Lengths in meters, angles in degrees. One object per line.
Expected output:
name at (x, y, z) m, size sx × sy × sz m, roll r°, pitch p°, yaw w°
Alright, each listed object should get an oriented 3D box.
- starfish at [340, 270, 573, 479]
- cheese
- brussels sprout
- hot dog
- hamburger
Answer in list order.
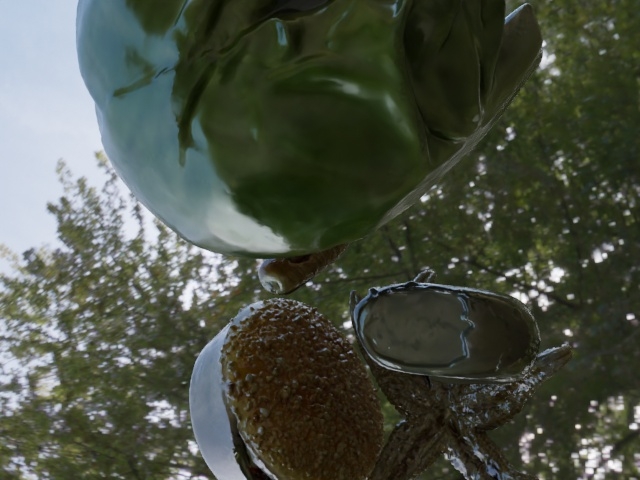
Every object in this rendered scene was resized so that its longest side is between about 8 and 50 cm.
starfish at (0.152, 0.219, 1.014) m, size 0.375 × 0.094 × 0.327 m, roll 36°, pitch -85°, yaw 22°
cheese at (0.139, 0.103, 0.838) m, size 0.202 × 0.175 × 0.091 m, roll 38°, pitch -123°, yaw -66°
brussels sprout at (-0.042, -0.160, 0.797) m, size 0.361 × 0.425 × 0.342 m, roll -58°, pitch -27°, yaw 4°
hot dog at (0.000, 0.000, 1.066) m, size 0.066 × 0.047 × 0.215 m, roll 35°, pitch -133°, yaw 17°
hamburger at (-0.038, 0.223, 1.108) m, size 0.302 × 0.170 × 0.302 m, roll 32°, pitch -135°, yaw -39°
